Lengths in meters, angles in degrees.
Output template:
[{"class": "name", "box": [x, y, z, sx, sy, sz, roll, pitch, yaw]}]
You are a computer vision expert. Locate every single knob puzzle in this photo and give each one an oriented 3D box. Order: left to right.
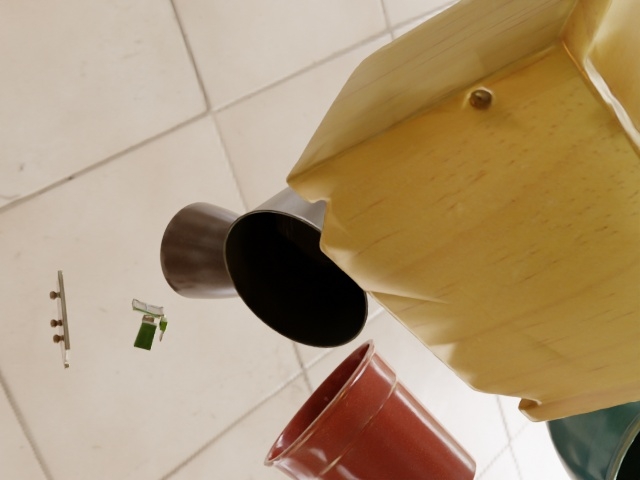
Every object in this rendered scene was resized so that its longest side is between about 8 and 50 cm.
[{"class": "knob puzzle", "box": [-0.542, 0.175, 1.782, 0.030, 0.213, 0.213, -5, 94, -20]}]

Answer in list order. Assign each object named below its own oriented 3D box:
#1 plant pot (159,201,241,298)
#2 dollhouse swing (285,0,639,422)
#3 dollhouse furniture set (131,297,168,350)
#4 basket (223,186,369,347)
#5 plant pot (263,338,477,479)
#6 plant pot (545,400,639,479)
[{"class": "plant pot", "box": [-0.183, 0.034, 1.823, 0.215, 0.230, 0.215, -10, 103, -47]}, {"class": "dollhouse swing", "box": [0.212, -0.091, 0.715, 0.347, 0.315, 0.304, 42, 42, -29]}, {"class": "dollhouse furniture set", "box": [-0.377, 0.184, 1.874, 0.076, 0.151, 0.058, 17, 100, -18]}, {"class": "basket", "box": [0.000, 0.000, 1.125, 0.204, 0.154, 0.227, 48, 30, -9]}, {"class": "plant pot", "box": [0.095, 0.350, 1.421, 0.265, 0.272, 0.272, 41, 57, 0]}, {"class": "plant pot", "box": [0.381, 0.195, 1.013, 0.272, 0.255, 0.271, -7, 113, -16]}]
